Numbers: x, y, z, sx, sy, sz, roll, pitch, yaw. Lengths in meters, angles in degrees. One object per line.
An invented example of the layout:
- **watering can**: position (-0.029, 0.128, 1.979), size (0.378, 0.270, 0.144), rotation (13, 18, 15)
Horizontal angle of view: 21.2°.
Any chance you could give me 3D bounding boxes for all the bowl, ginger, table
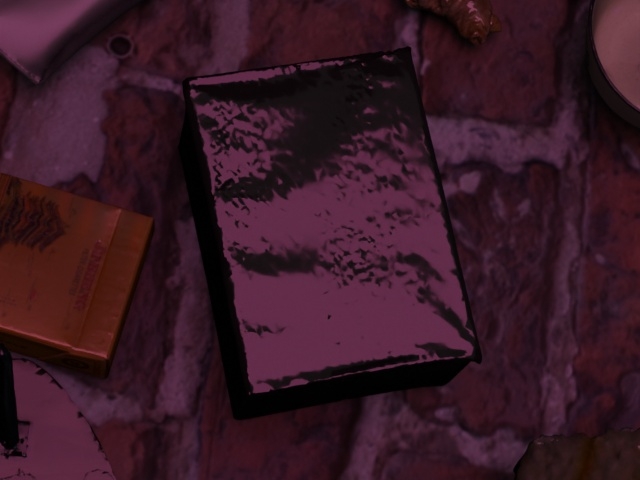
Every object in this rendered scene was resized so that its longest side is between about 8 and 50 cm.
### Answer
- **bowl**: position (0.408, -0.220, 1.975), size (0.238, 0.126, 0.237), rotation (2, 75, -7)
- **ginger**: position (0.139, -0.330, 2.000), size (0.137, 0.074, 0.213), rotation (-2, 82, -8)
- **table**: position (-0.330, 0.246, 1.691), size (0.317, 0.249, 0.317), rotation (2, 75, -7)

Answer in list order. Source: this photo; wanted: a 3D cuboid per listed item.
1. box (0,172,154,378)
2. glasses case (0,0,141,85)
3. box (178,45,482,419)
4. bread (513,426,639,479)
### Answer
- **box**: position (-0.334, 0.025, 1.832), size (0.274, 0.076, 0.174), rotation (16, 69, -3)
- **glasses case**: position (-0.254, -0.298, 1.933), size (0.308, 0.083, 0.128), rotation (-39, 89, -15)
- **box**: position (0.000, 0.000, 1.823), size (0.251, 0.204, 0.345), rotation (-9, 77, -9)
- **bread**: position (0.409, 0.337, 1.757), size (0.395, 0.264, 0.239), rotation (9, 77, 39)
